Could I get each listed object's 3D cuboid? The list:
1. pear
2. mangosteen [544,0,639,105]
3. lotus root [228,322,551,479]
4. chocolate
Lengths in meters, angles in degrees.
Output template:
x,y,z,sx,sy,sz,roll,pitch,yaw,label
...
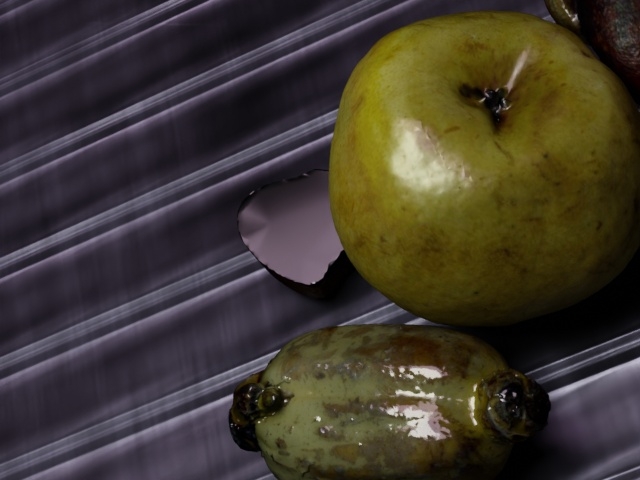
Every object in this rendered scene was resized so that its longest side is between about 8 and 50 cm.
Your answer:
x,y,z,sx,sy,sz,roll,pitch,yaw,label
0.153,-0.059,1.653,0.304,0.304,0.304,-13,56,20,pear
0.361,-0.249,1.668,0.311,0.311,0.311,-13,56,20,mangosteen
0.071,0.163,1.646,0.309,0.173,0.173,-2,60,30,lotus root
0.000,0.000,1.833,0.149,0.080,0.125,-18,66,8,chocolate
